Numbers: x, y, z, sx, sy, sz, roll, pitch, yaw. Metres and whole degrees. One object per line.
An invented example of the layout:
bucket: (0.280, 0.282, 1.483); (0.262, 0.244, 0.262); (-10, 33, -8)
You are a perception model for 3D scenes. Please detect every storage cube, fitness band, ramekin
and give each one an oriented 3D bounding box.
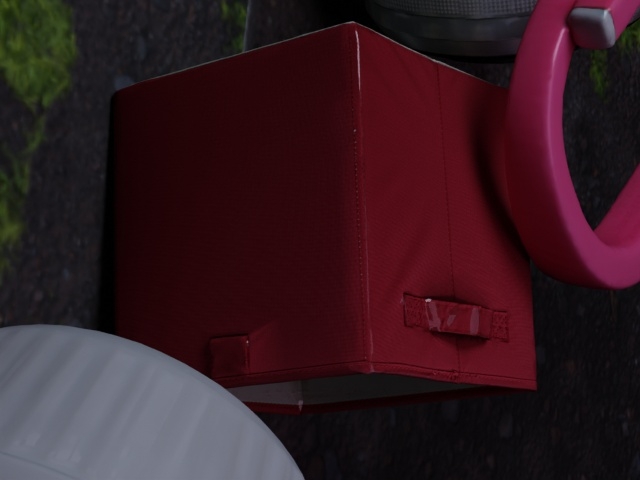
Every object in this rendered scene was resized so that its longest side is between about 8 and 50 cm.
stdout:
storage cube: (0.000, 0.000, 0.903); (0.184, 0.215, 0.193); (12, 73, -51)
fitness band: (0.205, -0.100, 0.953); (0.291, 0.054, 0.209); (-50, 135, -36)
ramekin: (-0.120, 0.158, 0.705); (0.273, 0.273, 0.127); (62, 32, -30)

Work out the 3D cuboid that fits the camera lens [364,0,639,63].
camera lens: (0.124, -0.275, 1.034); (0.219, 0.219, 0.274); (-41, 130, -45)
